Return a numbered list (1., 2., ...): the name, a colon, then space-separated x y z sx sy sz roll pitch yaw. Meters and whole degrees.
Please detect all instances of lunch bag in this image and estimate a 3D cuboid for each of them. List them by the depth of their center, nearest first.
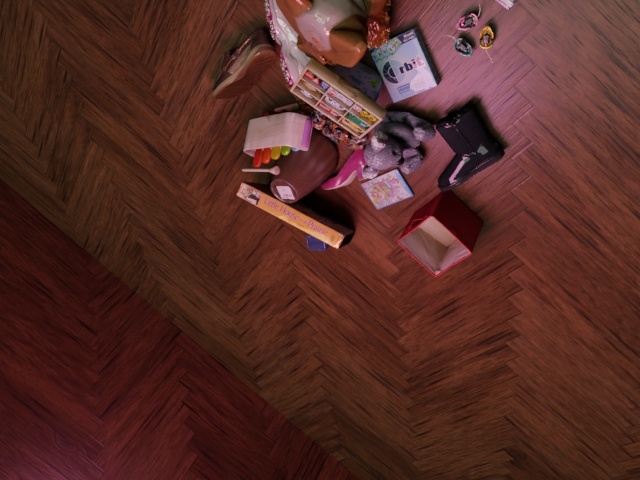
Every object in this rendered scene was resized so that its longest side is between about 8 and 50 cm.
1. lunch bag: 0.085 -0.501 1.684 0.218 0.176 0.090 29 140 -11
2. lunch bag: 0.000 0.000 2.232 0.098 0.065 0.067 5 112 29

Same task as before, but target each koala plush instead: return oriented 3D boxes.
1. koala plush: 0.215 -0.298 1.733 0.203 0.221 0.196 36 144 17

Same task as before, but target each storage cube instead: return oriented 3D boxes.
1. storage cube: 0.416 -0.032 1.869 0.215 0.193 0.183 42 135 -5

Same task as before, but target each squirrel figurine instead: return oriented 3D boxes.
1. squirrel figurine: 0.097 -0.666 1.459 0.281 0.370 0.397 38 175 2

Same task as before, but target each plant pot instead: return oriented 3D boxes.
1. plant pot: -0.078 -0.247 1.937 0.215 0.230 0.215 19 143 15

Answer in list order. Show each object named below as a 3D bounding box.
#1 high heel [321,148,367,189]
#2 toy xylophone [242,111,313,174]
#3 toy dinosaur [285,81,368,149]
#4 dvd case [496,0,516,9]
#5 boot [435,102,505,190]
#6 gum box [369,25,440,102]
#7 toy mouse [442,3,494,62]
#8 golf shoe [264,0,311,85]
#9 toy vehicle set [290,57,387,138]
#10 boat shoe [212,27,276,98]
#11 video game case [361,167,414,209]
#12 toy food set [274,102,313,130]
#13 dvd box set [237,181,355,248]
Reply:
1. high heel: 0.083 -0.260 1.978 0.244 0.082 0.117 -13 95 49
2. toy xylophone: -0.170 -0.338 1.882 0.081 0.236 0.322 16 180 -43
3. toy dinosaur: 0.023 -0.428 1.824 0.321 0.165 0.218 16 152 -10
4. dvd case: 0.491 -0.733 1.380 0.164 0.018 0.221 37 135 -1
5. boot: 0.428 -0.294 1.716 0.246 0.094 0.207 -32 109 36
6. gum box: 0.259 -0.537 1.660 0.156 0.041 0.184 -12 117 37
7. toy mouse: 0.419 -0.586 1.532 0.143 0.031 0.161 7 128 26
8. golf shoe: -0.087 -0.662 1.736 0.140 0.115 0.307 -19 105 -2
9. toy vehicle set: 0.050 -0.416 1.607 0.266 0.035 0.166 32 162 -11
10. boat shoe: -0.281 -0.614 1.887 0.342 0.123 0.123 -27 78 50
11. video game case: 0.243 -0.186 1.971 0.166 0.015 0.119 -21 113 40
12. toy food set: -0.076 -0.418 1.965 0.132 0.039 0.192 0 133 38
13. dvd box set: -0.081 -0.099 2.049 0.420 0.307 0.062 28 98 7
